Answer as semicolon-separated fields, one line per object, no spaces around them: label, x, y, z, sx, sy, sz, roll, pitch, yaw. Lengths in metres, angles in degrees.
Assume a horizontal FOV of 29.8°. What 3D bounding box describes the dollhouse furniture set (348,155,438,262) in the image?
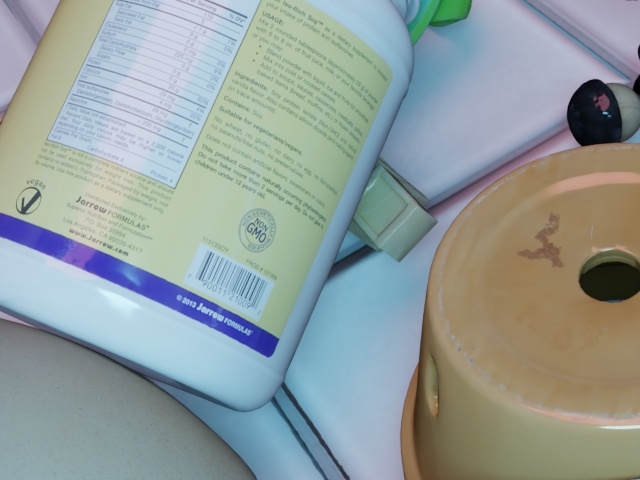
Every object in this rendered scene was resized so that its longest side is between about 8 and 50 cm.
dollhouse furniture set;0.000;0.000;0.942;0.161;0.101;0.182;-46;48;9

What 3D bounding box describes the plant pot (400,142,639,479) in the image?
plant pot;0.177;0.082;0.708;0.291;0.203;0.290;-9;48;10

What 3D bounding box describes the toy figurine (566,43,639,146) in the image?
toy figurine;0.276;-0.114;0.848;0.148;0.209;0.213;-13;44;-8

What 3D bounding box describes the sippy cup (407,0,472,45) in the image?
sippy cup;-0.035;-0.252;1.052;0.240;0.305;0.224;-44;20;-5

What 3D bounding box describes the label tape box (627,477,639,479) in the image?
label tape box;0.135;0.284;0.529;0.241;0.106;0.333;-10;53;5

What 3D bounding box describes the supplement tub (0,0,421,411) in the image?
supplement tub;-0.080;-0.077;0.810;0.241;0.241;0.331;17;78;30

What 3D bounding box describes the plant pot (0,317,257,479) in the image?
plant pot;-0.139;0.192;0.700;0.191;0.284;0.284;9;43;-20
